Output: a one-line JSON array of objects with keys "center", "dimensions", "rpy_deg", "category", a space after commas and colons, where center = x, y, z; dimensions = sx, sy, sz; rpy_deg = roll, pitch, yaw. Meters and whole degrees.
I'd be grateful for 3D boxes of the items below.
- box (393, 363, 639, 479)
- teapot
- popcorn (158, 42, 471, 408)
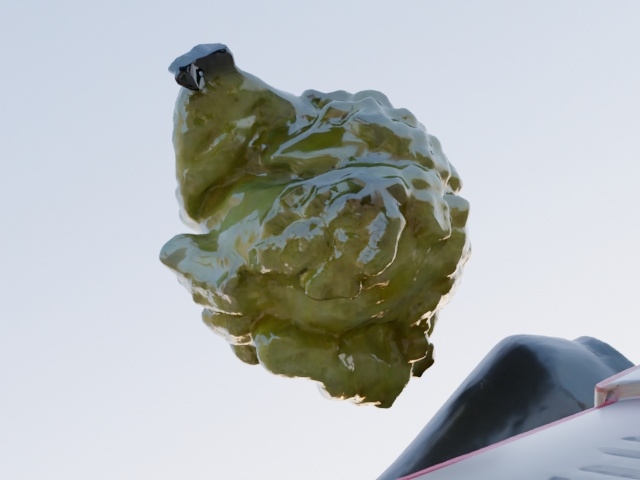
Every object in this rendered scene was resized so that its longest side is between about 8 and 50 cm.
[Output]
[{"center": [0.204, 0.233, 0.502], "dimensions": [0.300, 0.314, 0.312], "rpy_deg": [-9, -82, -43], "category": "box"}, {"center": [0.143, 0.269, 1.020], "dimensions": [0.361, 0.305, 0.376], "rpy_deg": [-32, -6, -8], "category": "teapot"}, {"center": [0.000, 0.007, 1.089], "dimensions": [0.293, 0.293, 0.237], "rpy_deg": [-12, -43, -24], "category": "popcorn"}]
